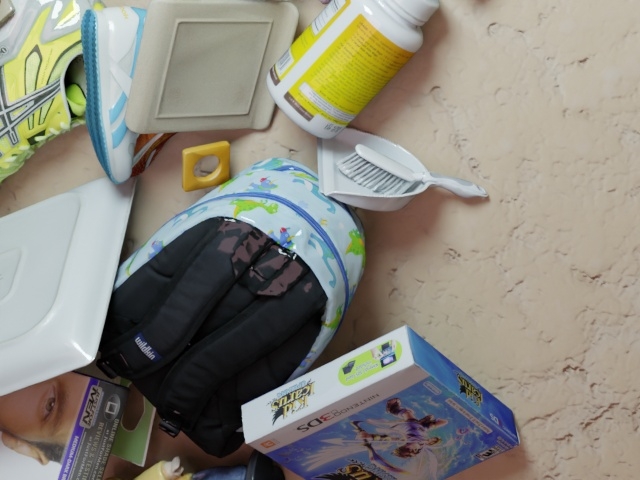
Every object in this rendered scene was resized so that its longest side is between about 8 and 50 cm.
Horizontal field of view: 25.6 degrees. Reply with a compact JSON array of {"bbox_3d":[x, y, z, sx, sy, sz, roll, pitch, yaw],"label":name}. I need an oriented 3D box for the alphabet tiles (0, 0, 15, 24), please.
[{"bbox_3d":[-0.517,-0.378,1.817,0.285,0.011,0.343,-36,71,22],"label":"alphabet tiles"}]

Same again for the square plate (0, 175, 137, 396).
[{"bbox_3d":[-0.411,0.068,1.808,0.347,0.344,0.049,-20,128,21],"label":"square plate"}]

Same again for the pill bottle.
[{"bbox_3d":[0.042,-0.233,1.695,0.117,0.117,0.215,45,112,1],"label":"pill bottle"}]

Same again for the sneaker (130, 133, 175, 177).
[{"bbox_3d":[-0.217,-0.155,1.826,0.175,0.064,0.067,-41,80,19],"label":"sneaker"}]

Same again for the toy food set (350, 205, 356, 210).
[{"bbox_3d":[0.000,0.000,1.822,0.078,0.019,0.122,23,110,10],"label":"toy food set"}]

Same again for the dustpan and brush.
[{"bbox_3d":[0.103,-0.078,1.732,0.211,0.147,0.060,23,123,-17],"label":"dustpan and brush"}]

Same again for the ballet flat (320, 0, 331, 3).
[{"bbox_3d":[-0.056,-0.370,1.714,0.221,0.077,0.079,42,116,-2],"label":"ballet flat"}]

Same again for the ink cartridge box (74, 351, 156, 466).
[{"bbox_3d":[-0.328,0.195,1.957,0.235,0.056,0.171,17,109,10],"label":"ink cartridge box"}]

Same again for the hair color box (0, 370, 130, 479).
[{"bbox_3d":[-0.436,0.236,1.869,0.338,0.110,0.185,12,80,27],"label":"hair color box"}]

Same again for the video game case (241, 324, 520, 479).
[{"bbox_3d":[0.078,0.232,1.753,0.244,0.061,0.269,-28,138,23],"label":"video game case"}]

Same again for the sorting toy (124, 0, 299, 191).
[{"bbox_3d":[-0.138,-0.217,1.734,0.047,0.196,0.348,52,135,45],"label":"sorting toy"}]

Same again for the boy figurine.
[{"bbox_3d":[-0.190,0.362,1.935,0.285,0.092,0.177,-14,130,21],"label":"boy figurine"}]

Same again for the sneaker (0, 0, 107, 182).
[{"bbox_3d":[-0.394,-0.164,1.833,0.147,0.145,0.385,35,113,6],"label":"sneaker"}]

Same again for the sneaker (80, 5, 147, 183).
[{"bbox_3d":[-0.243,-0.179,1.760,0.092,0.087,0.229,-9,119,-24],"label":"sneaker"}]

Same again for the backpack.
[{"bbox_3d":[-0.101,0.062,1.754,0.290,0.273,0.355,43,144,2],"label":"backpack"}]
